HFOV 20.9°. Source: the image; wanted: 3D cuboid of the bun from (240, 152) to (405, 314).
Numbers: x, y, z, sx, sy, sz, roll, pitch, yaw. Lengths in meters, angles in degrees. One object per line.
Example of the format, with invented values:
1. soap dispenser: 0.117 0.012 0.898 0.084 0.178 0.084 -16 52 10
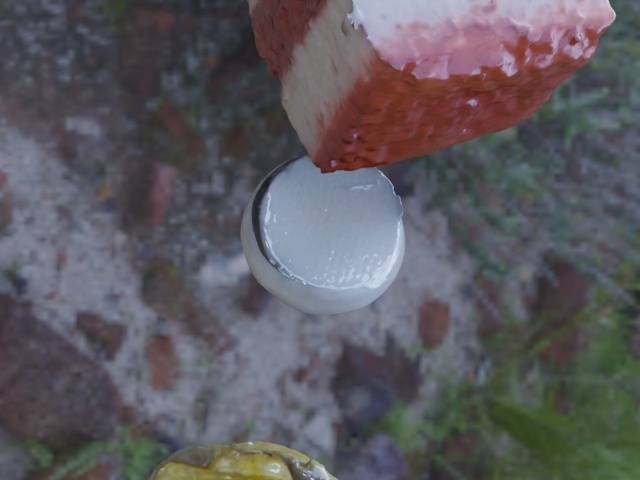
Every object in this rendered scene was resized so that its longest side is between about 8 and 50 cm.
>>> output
1. bun: 0.000 0.000 1.805 0.120 0.173 0.173 116 -9 -67

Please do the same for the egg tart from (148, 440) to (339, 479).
1. egg tart: -0.059 0.292 1.354 0.118 0.288 0.288 -26 113 -57

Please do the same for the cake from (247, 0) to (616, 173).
1. cake: 0.084 -0.254 1.603 0.270 0.269 0.319 -11 73 -18
